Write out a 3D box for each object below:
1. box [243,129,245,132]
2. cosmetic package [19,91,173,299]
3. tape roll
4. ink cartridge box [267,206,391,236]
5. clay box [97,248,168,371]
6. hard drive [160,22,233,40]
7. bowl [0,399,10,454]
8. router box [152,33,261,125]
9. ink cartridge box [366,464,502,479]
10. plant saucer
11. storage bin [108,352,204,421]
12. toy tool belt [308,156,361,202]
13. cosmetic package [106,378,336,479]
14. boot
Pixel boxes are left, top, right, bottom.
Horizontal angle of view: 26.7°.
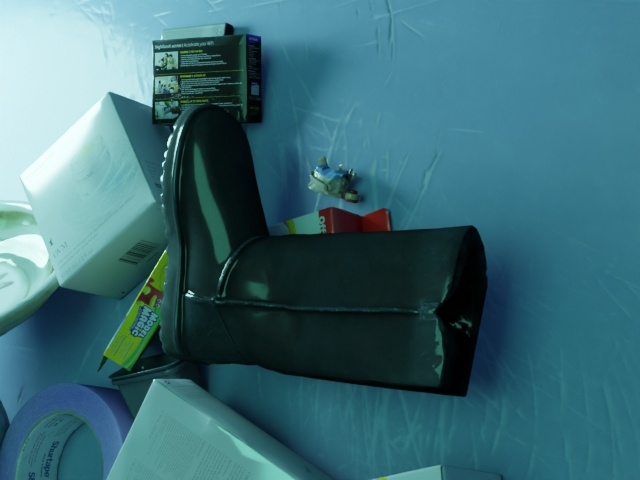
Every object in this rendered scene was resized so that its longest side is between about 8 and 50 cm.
[{"bbox_3d":[-0.138,-0.016,2.003,0.063,0.067,0.324,-18,70,33],"label":"box"},{"bbox_3d":[-0.323,-0.068,2.106,0.224,0.138,0.224,-40,58,23],"label":"cosmetic package"},{"bbox_3d":[-0.372,0.359,2.075,0.275,0.090,0.274,-10,73,34],"label":"tape roll"},{"bbox_3d":[-0.011,0.037,1.890,0.231,0.078,0.134,-18,71,31],"label":"ink cartridge box"},{"bbox_3d":[-0.251,0.100,2.017,0.053,0.127,0.222,31,106,-2],"label":"clay box"},{"bbox_3d":[-0.201,-0.292,2.137,0.135,0.022,0.094,1,80,36],"label":"hard drive"},{"bbox_3d":[-0.615,0.297,2.176,0.311,0.163,0.311,31,136,36],"label":"bowl"},{"bbox_3d":[-0.175,-0.244,2.066,0.179,0.046,0.133,2,93,30],"label":"router box"},{"bbox_3d":[0.108,0.347,1.686,0.212,0.154,0.093,-18,68,33],"label":"ink cartridge box"},{"bbox_3d":[-0.582,0.079,2.185,0.400,0.400,0.100,20,133,37],"label":"plant saucer"},{"bbox_3d":[-0.232,0.220,2.011,0.135,0.098,0.091,-14,100,33],"label":"storage bin"},{"bbox_3d":[0.024,-0.087,1.910,0.083,0.052,0.051,19,100,37],"label":"toy tool belt"},{"bbox_3d":[-0.180,0.420,1.847,0.284,0.097,0.377,31,100,30],"label":"cosmetic package"},{"bbox_3d":[0.000,0.002,1.745,0.445,0.146,0.367,2,93,38],"label":"boot"}]
